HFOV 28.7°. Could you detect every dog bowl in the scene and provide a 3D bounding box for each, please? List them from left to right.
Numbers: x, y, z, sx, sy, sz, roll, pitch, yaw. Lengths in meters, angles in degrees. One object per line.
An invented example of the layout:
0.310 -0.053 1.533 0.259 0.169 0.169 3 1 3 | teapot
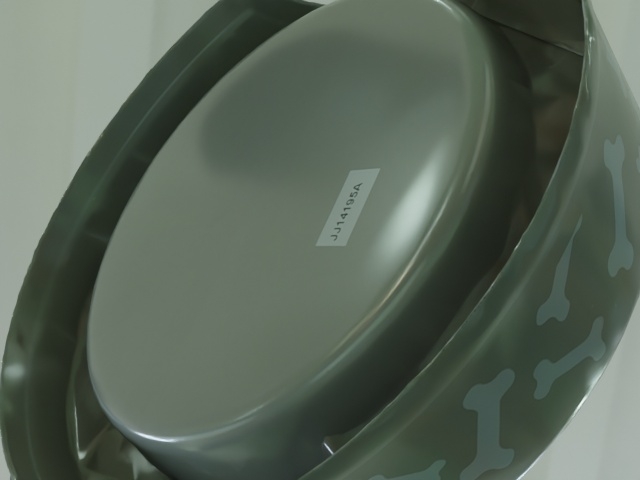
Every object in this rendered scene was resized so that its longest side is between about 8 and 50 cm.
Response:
0.000 0.000 0.594 0.102 0.349 0.349 38 -90 -34 | dog bowl

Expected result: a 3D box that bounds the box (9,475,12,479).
-0.244 0.290 1.410 0.097 0.318 0.395 -1 -70 -36 | box
